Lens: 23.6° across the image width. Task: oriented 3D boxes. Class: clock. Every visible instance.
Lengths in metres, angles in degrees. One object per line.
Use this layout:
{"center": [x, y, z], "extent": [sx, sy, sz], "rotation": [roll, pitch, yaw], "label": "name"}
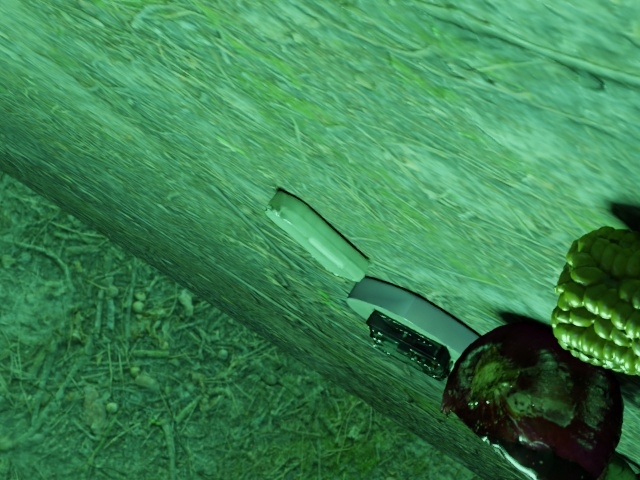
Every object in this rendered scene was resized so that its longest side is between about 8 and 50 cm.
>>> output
{"center": [0.111, 0.111, 1.790], "extent": [0.198, 0.064, 0.172], "rotation": [27, 171, 17], "label": "clock"}

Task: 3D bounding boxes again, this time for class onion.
{"center": [0.236, 0.179, 1.532], "extent": [0.218, 0.140, 0.195], "rotation": [37, 173, -34], "label": "onion"}

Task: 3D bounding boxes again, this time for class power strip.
{"center": [0.000, 0.000, 1.646], "extent": [0.047, 0.030, 0.191], "rotation": [21, 167, 40], "label": "power strip"}

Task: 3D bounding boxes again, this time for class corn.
{"center": [0.277, 0.076, 0.970], "extent": [0.291, 0.101, 0.101], "rotation": [27, 170, 31], "label": "corn"}

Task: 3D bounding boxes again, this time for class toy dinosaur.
{"center": [0.421, 0.314, 2.044], "extent": [0.187, 0.087, 0.179], "rotation": [54, -163, -29], "label": "toy dinosaur"}
